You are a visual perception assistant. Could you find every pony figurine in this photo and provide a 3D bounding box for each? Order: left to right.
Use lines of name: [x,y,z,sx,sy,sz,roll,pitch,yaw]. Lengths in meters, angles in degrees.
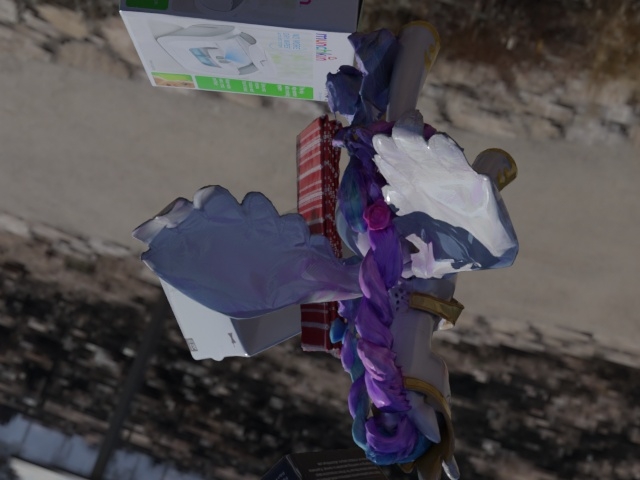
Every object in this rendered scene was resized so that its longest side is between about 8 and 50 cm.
pony figurine: [0.057,-0.010,1.154,0.302,0.363,0.351,-12,136,27]

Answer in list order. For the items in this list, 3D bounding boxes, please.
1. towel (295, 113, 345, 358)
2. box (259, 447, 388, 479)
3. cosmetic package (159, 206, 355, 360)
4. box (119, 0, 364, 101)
towel: [0.000,0.000,1.586,0.031,0.275,0.199,-1,177,-10]
box: [-0.006,0.434,1.469,0.182,0.296,0.294,9,-140,-57]
cosmetic package: [-0.011,0.027,1.899,0.217,0.385,0.156,-15,97,62]
box: [-0.071,-0.243,1.393,0.231,0.127,0.262,6,171,0]
